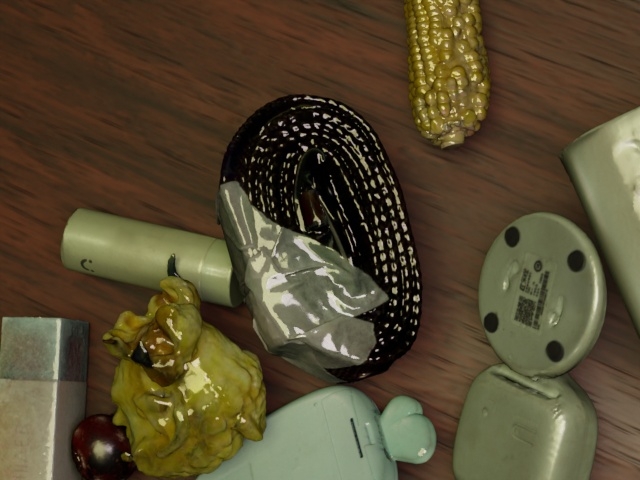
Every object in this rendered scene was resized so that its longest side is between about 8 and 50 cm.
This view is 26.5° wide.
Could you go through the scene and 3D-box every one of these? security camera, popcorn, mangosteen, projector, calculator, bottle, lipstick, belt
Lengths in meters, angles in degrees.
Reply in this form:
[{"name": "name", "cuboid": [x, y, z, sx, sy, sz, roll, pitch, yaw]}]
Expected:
[{"name": "security camera", "cuboid": [0.211, 0.122, 1.302, 0.157, 0.080, 0.302, 23, 108, 52]}, {"name": "popcorn", "cuboid": [-0.149, 0.141, 1.393, 0.168, 0.173, 0.195, -14, 116, 42]}, {"name": "mangosteen", "cuboid": [-0.228, 0.225, 1.459, 0.081, 0.081, 0.081, -2, 83, 15]}, {"name": "projector", "cuboid": [0.382, -0.010, 1.228, 0.248, 0.248, 0.249, -24, 78, 11]}, {"name": "calculator", "cuboid": [-0.018, 0.243, 1.375, 0.295, 0.042, 0.184, -30, 46, 15]}, {"name": "bottle", "cuboid": [-0.177, 0.018, 1.472, 0.201, 0.072, 0.072, 12, 87, 17]}, {"name": "lipstick", "cuboid": [-0.308, 0.270, 1.474, 0.076, 0.080, 0.372, 0, 84, 15]}, {"name": "belt", "cuboid": [0.000, 0.000, 1.359, 0.184, 0.164, 0.289, -17, 80, -14]}]

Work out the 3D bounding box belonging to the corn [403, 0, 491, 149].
[{"name": "corn", "cuboid": [0.128, -0.234, 1.413, 0.086, 0.086, 0.288, -7, 79, 15]}]
